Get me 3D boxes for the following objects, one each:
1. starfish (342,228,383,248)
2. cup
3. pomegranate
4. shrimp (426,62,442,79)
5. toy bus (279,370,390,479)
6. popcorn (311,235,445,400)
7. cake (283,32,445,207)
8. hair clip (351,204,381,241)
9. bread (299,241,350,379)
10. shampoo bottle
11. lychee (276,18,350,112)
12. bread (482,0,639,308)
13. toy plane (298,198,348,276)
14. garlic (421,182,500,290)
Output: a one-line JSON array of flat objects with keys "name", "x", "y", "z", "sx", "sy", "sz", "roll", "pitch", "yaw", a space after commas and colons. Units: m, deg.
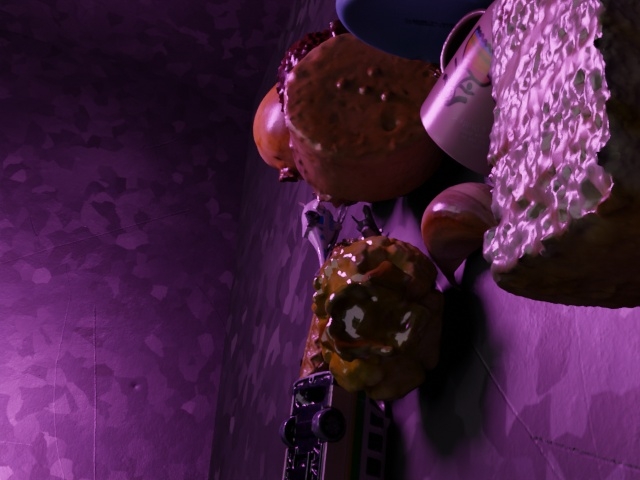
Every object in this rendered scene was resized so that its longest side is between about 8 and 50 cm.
[{"name": "starfish", "x": 0.110, "y": 0.022, "z": 1.701, "sx": 0.130, "sy": 0.041, "sz": 0.133, "roll": -47, "pitch": 51, "yaw": 29}, {"name": "cup", "x": 0.260, "y": -0.240, "z": 1.075, "sx": 0.200, "sy": 0.191, "sz": 0.253, "roll": -61, "pitch": 39, "yaw": 37}, {"name": "pomegranate", "x": -0.035, "y": -0.306, "z": 2.036, "sx": 0.307, "sy": 0.307, "sz": 0.307, "roll": -166, "pitch": 90, "yaw": -75}, {"name": "shrimp", "x": 0.246, "y": -0.283, "z": 1.304, "sx": 0.045, "sy": 0.162, "sz": 0.095, "roll": -47, "pitch": -29, "yaw": -15}, {"name": "toy bus", "x": 0.028, "y": 0.407, "z": 1.375, "sx": 0.143, "sy": 0.179, "sz": 0.305, "roll": -30, "pitch": 47, "yaw": 50}, {"name": "popcorn", "x": 0.100, "y": 0.125, "z": 1.272, "sx": 0.258, "sy": 0.224, "sz": 0.270, "roll": -98, "pitch": 11, "yaw": -53}, {"name": "cake", "x": 0.097, "y": -0.199, "z": 1.510, "sx": 0.321, "sy": 0.332, "sz": 0.332, "roll": 78, "pitch": -164, "yaw": -61}, {"name": "hair clip", "x": 0.121, "y": 0.020, "z": 1.442, "sx": 0.056, "sy": 0.187, "sz": 0.146, "roll": -36, "pitch": -1, "yaw": -10}, {"name": "bread", "x": 0.022, "y": 0.180, "z": 1.803, "sx": 0.077, "sy": 0.084, "sz": 0.368, "roll": 13, "pitch": 90, "yaw": 34}, {"name": "shampoo bottle", "x": 0.211, "y": -0.505, "z": 1.251, "sx": 0.331, "sy": 0.331, "sz": 0.343, "roll": 167, "pitch": 115, "yaw": -73}, {"name": "lychee", "x": 0.048, "y": -0.346, "z": 1.773, "sx": 0.306, "sy": 0.306, "sz": 0.330, "roll": -101, "pitch": 6, "yaw": -58}, {"name": "bread", "x": 0.317, "y": -0.137, "z": 0.723, "sx": 0.239, "sy": 0.264, "sz": 0.395, "roll": 107, "pitch": 171, "yaw": -63}, {"name": "toy plane", "x": -0.004, "y": 0.009, "z": 1.722, "sx": 0.182, "sy": 0.107, "sz": 0.273, "roll": 126, "pitch": 155, "yaw": -55}, {"name": "garlic", "x": 0.229, "y": -0.029, "z": 1.212, "sx": 0.115, "sy": 0.128, "sz": 0.207, "roll": -57, "pitch": -3, "yaw": -29}]
